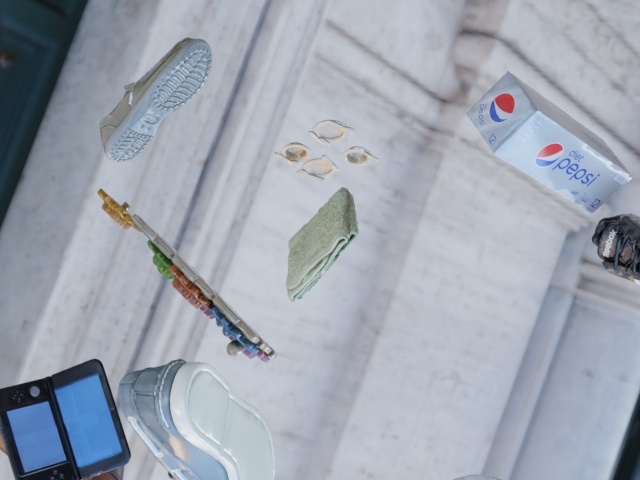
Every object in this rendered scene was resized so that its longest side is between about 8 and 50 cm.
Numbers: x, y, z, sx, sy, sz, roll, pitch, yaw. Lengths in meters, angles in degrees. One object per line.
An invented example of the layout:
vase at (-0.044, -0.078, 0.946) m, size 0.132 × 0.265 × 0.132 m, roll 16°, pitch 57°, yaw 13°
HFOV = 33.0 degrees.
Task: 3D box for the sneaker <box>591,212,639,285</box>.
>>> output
sneaker at (0.494, 0.030, 1.629) m, size 0.135 × 0.098 × 0.276 m, roll 12°, pitch -161°, yaw -13°

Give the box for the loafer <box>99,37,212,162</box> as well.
loafer at (-0.282, -0.245, 1.783) m, size 0.087 × 0.251 × 0.094 m, roll 49°, pitch -171°, yaw 29°

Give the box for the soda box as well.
soda box at (0.349, -0.143, 1.632) m, size 0.286 × 0.091 × 0.098 m, roll 24°, pitch -150°, yaw -43°

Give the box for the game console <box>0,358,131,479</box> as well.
game console at (-0.330, 0.237, 1.376) m, size 0.124 × 0.144 × 0.085 m, roll -10°, pitch 166°, yaw -45°

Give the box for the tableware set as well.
tableware set at (0.009, -0.156, 1.920) m, size 0.168 × 0.020 × 0.141 m, roll -23°, pitch 143°, yaw 34°

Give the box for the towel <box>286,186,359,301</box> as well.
towel at (0.000, 0.000, 1.212) m, size 0.027 × 0.110 × 0.148 m, roll 38°, pitch -161°, yaw -14°

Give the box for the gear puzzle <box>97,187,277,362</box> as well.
gear puzzle at (-0.199, 0.044, 1.469) m, size 0.339 × 0.044 × 0.175 m, roll 44°, pitch 175°, yaw 16°

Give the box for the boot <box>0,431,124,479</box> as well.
boot at (-0.413, 0.394, 1.552) m, size 0.096 × 0.280 × 0.264 m, roll -26°, pitch 129°, yaw 29°

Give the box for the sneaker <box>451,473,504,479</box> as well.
sneaker at (0.230, 0.473, 1.787) m, size 0.268 × 0.101 × 0.153 m, roll -21°, pitch 135°, yaw 25°

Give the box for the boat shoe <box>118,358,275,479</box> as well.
boat shoe at (-0.135, 0.236, 1.258) m, size 0.099 × 0.116 × 0.319 m, roll -1°, pitch 145°, yaw 19°
